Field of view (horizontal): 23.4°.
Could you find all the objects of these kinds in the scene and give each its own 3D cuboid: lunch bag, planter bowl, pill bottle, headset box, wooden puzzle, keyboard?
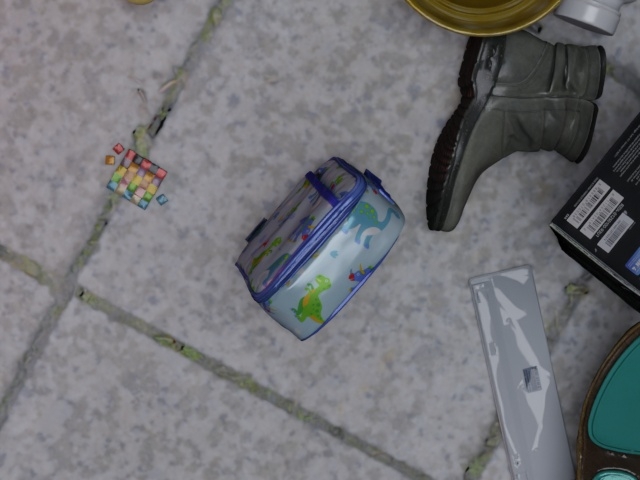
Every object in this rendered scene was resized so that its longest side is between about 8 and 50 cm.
[{"bbox_3d":[0.000,0.000,1.603,0.090,0.219,0.176,42,94,-13],"label":"lunch bag"},{"bbox_3d":[0.169,-0.323,1.640,0.217,0.090,0.217,0,95,0],"label":"planter bowl"},{"bbox_3d":[0.310,-0.309,1.647,0.094,0.094,0.169,19,95,-5],"label":"pill bottle"},{"bbox_3d":[0.366,-0.056,1.591,0.131,0.283,0.246,40,92,12],"label":"headset box"},{"bbox_3d":[-0.202,-0.067,1.691,0.083,0.006,0.049,31,94,-6],"label":"wooden puzzle"},{"bbox_3d":[0.228,0.158,1.736,0.072,0.014,0.256,-14,97,-7],"label":"keyboard"}]

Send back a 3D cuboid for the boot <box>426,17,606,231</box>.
[{"bbox_3d":[0.217,-0.109,1.675,0.161,0.083,0.247,16,96,-10],"label":"boot"}]

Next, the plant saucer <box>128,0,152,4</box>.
[{"bbox_3d":[-0.159,-0.462,1.562,0.332,0.081,0.333,-32,107,20],"label":"plant saucer"}]

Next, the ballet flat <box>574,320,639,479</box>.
[{"bbox_3d":[0.332,0.223,1.686,0.116,0.124,0.342,9,106,2],"label":"ballet flat"}]
